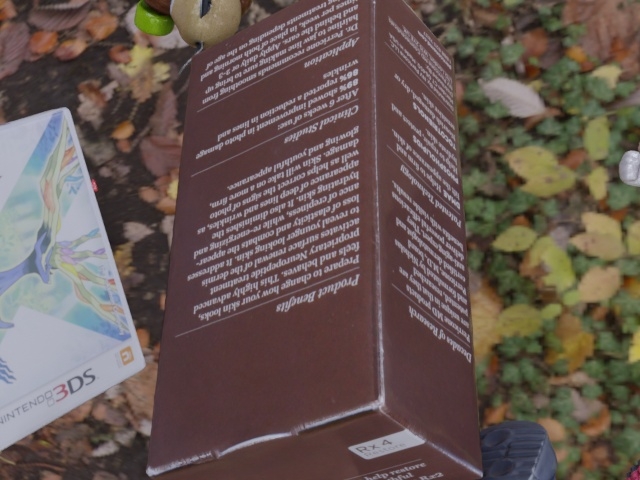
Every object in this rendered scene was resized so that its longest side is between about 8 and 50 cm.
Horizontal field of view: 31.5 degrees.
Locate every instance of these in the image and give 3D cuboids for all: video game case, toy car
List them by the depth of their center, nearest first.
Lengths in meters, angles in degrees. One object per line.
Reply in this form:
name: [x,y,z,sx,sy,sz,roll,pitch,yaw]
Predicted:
video game case: [-0.345,0.047,1.237,0.300,0.036,0.329,-29,108,-49]
toy car: [-0.152,-0.279,1.344,0.149,0.155,0.188,12,37,-10]

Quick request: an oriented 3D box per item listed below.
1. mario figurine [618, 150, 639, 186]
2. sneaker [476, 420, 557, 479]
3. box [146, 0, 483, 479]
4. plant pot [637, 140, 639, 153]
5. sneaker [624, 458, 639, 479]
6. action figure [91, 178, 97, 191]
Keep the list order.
mario figurine: [0.574,-0.065,1.707,0.198,0.170,0.320,-21,113,8]
sneaker: [0.099,0.270,0.793,0.131,0.112,0.319,55,49,-21]
box: [0.000,0.000,0.846,0.143,0.191,0.381,40,41,-41]
plant pot: [0.523,-0.022,1.090,0.334,0.334,0.305,-31,100,-27]
sneaker: [0.290,0.265,0.963,0.121,0.299,0.112,-12,62,-10]
action figure: [-0.365,-0.065,1.552,0.115,0.038,0.030,-9,60,-35]
